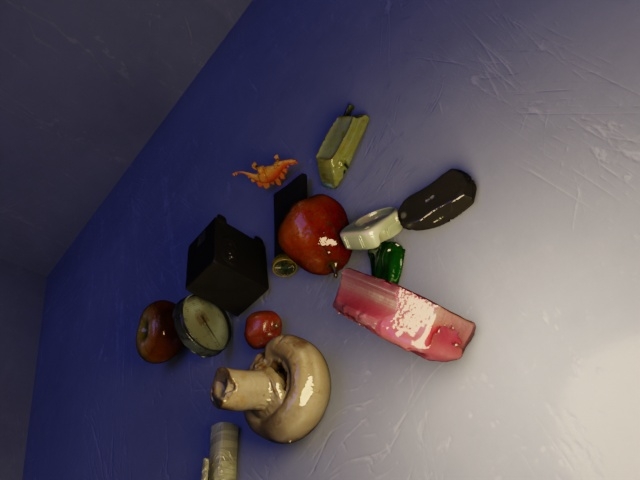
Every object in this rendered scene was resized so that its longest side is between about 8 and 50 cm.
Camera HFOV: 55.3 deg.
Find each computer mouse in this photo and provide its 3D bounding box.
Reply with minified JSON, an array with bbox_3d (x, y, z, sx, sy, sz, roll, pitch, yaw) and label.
[{"bbox_3d":[0.304,-0.094,1.579,0.217,0.073,0.122,-33,45,24],"label":"computer mouse"}]

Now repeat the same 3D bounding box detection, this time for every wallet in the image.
[{"bbox_3d":[-0.099,-0.069,2.102,0.170,0.044,0.321,-33,46,35],"label":"wallet"}]

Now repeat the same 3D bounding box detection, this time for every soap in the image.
[{"bbox_3d":[0.189,0.176,1.402,0.324,0.220,0.128,24,89,56],"label":"soap"}]

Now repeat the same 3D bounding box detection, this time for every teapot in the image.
[{"bbox_3d":[-0.296,0.635,1.779,0.077,0.107,0.201,-31,44,31],"label":"teapot"}]

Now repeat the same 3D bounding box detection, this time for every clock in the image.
[{"bbox_3d":[-0.392,0.280,2.058,0.049,0.226,0.226,-36,41,29],"label":"clock"},{"bbox_3d":[0.160,-0.040,1.679,0.190,0.062,0.151,-31,15,-28],"label":"clock"}]

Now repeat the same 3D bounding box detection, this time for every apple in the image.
[{"bbox_3d":[-0.596,0.349,2.322,0.210,0.173,0.235,28,98,51],"label":"apple"}]

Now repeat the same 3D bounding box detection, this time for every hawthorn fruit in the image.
[{"bbox_3d":[-0.176,0.275,1.889,0.128,0.128,0.128,-31,44,35],"label":"hawthorn fruit"},{"bbox_3d":[0.000,0.000,1.798,0.224,0.224,0.261,-48,58,17],"label":"hawthorn fruit"}]

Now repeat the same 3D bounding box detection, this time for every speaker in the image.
[{"bbox_3d":[-0.316,0.083,2.103,0.184,0.232,0.254,-41,34,25],"label":"speaker"}]

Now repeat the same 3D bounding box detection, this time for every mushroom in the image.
[{"bbox_3d":[-0.133,0.377,1.599,0.292,0.289,0.293,-29,49,40],"label":"mushroom"}]

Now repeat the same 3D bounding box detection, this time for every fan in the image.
[{"bbox_3d":[-0.093,0.055,1.963,0.155,0.082,0.039,-44,33,29],"label":"fan"}]

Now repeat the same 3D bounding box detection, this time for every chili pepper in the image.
[{"bbox_3d":[0.174,0.094,1.620,0.108,0.062,0.216,-31,46,36],"label":"chili pepper"}]

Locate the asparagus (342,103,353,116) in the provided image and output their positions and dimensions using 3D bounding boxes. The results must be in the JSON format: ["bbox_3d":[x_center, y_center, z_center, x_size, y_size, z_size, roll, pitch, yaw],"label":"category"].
[{"bbox_3d":[0.055,-0.368,2.141,0.024,0.025,0.249,25,84,13],"label":"asparagus"}]

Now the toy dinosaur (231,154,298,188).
[{"bbox_3d":[-0.199,-0.247,2.297,0.288,0.117,0.071,-14,40,28],"label":"toy dinosaur"}]

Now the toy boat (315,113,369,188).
[{"bbox_3d":[0.064,-0.312,2.036,0.111,0.084,0.277,13,75,53],"label":"toy boat"}]
